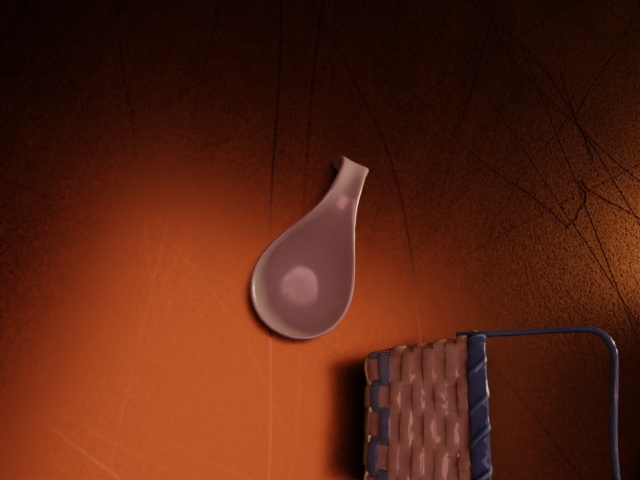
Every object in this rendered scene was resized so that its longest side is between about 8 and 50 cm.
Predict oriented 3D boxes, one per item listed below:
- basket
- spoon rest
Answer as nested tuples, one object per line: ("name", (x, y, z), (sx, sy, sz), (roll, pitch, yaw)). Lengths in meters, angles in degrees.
("basket", (0.198, 0.224, 0.647), (0.289, 0.201, 0.255), (0, 74, 20))
("spoon rest", (0.000, 0.000, 0.743), (0.137, 0.084, 0.276), (24, 71, -5))
